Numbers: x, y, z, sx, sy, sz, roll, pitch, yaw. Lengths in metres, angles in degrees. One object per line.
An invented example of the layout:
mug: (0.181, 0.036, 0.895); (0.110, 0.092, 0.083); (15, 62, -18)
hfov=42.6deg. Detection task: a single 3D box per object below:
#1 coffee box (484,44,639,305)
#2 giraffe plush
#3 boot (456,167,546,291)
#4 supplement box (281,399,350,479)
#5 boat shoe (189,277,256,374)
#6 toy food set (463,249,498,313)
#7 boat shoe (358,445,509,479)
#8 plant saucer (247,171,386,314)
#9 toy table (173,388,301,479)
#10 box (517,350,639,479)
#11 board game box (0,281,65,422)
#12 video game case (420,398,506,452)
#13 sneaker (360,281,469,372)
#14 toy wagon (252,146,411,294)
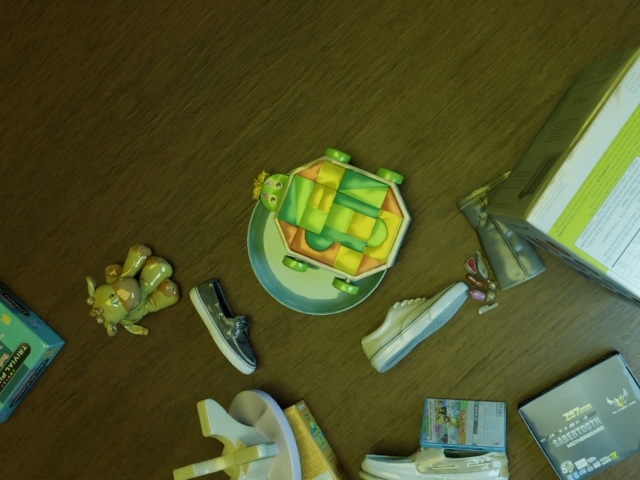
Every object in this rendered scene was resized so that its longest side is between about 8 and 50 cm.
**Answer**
coffee box: (0.548, -0.092, 1.447); (0.334, 0.337, 0.338); (33, 95, -2)
giraffe plush: (-0.435, 0.121, 1.802); (0.181, 0.170, 0.210); (37, 98, 10)
boot: (0.393, -0.027, 1.656); (0.190, 0.076, 0.208); (-34, 76, 24)
supplement box: (-0.019, 0.461, 1.754); (0.080, 0.078, 0.233); (-34, 83, 11)
boat shoe: (-0.197, 0.182, 1.799); (0.076, 0.080, 0.228); (-37, 75, 12)
toy food set: (0.327, 0.084, 1.676); (0.078, 0.019, 0.122); (-20, 88, -32)
boat shoe: (0.233, 0.459, 1.684); (0.302, 0.113, 0.103); (6, 90, 3)
plant saucer: (0.000, 0.000, 1.765); (0.318, 0.044, 0.317); (0, 90, 14)
toy table: (-0.159, 0.446, 1.670); (0.252, 0.161, 0.274); (-38, 66, 31)
box: (0.538, 0.354, 1.631); (0.233, 0.059, 0.183); (-32, 82, 11)
board game box: (-0.808, 0.230, 1.938); (0.336, 0.079, 0.253); (40, 99, 10)
video game case: (0.291, 0.374, 1.668); (0.166, 0.119, 0.015); (1, 129, 13)
sneaker: (0.189, 0.159, 1.697); (0.258, 0.094, 0.091); (-40, 65, 3)
toy wagon: (0.007, -0.056, 1.706); (0.344, 0.068, 0.267); (22, 95, 12)
